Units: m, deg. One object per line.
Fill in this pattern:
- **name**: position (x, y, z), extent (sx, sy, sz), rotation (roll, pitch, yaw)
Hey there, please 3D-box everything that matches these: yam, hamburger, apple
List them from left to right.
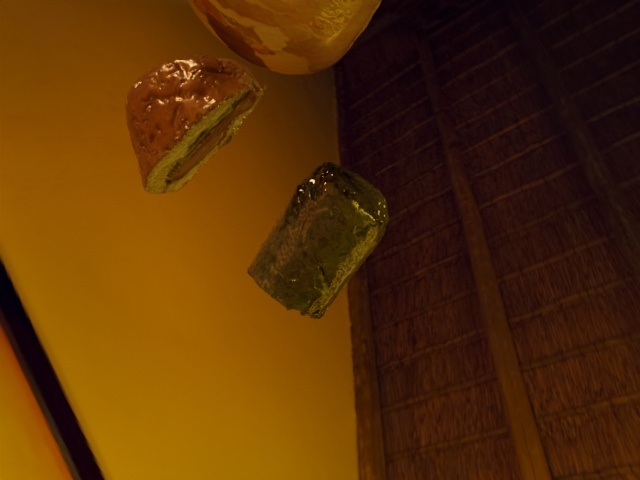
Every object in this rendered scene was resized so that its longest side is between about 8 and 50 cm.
- **hamburger**: position (-0.297, -0.270, 1.084), extent (0.330, 0.162, 0.209), rotation (-44, -102, 19)
- **apple**: position (-0.051, -0.474, 0.856), extent (0.347, 0.391, 0.391), rotation (25, -68, -6)
- **yam**: position (0.000, 0.000, 1.038), extent (0.195, 0.195, 0.300), rotation (39, -67, 13)
